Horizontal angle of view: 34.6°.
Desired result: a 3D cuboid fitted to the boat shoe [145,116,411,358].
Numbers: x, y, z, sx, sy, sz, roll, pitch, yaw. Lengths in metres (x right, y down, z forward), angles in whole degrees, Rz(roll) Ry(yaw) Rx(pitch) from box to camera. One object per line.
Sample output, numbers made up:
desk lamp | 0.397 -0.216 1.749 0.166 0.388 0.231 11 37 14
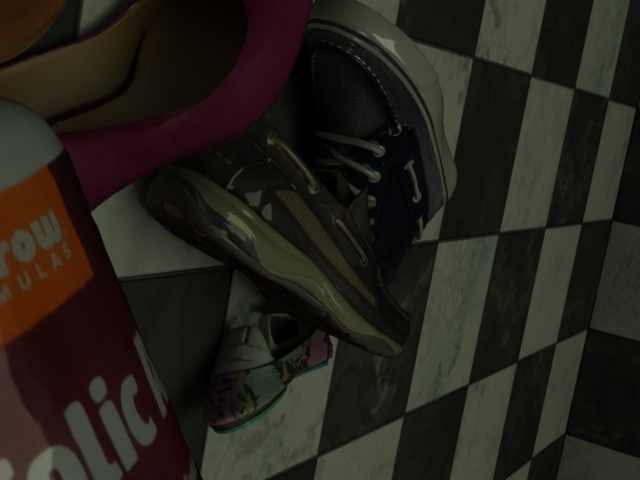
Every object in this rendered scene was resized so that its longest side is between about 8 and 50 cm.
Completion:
boat shoe | 0.000 0.000 0.911 0.130 0.132 0.355 -60 143 -9

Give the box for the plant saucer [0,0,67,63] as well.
plant saucer | -0.200 -0.197 0.598 0.200 0.037 0.200 -35 133 -50

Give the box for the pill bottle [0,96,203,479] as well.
pill bottle | -0.187 0.071 0.452 0.224 0.224 0.392 -38 114 -49

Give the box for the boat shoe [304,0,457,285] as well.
boat shoe | 0.042 -0.078 1.008 0.158 0.127 0.340 -60 148 -15

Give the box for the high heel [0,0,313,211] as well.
high heel | -0.122 -0.122 0.669 0.377 0.127 0.181 -59 159 -23

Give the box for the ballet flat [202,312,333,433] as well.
ballet flat | -0.053 0.113 0.994 0.221 0.077 0.079 -25 106 -61
